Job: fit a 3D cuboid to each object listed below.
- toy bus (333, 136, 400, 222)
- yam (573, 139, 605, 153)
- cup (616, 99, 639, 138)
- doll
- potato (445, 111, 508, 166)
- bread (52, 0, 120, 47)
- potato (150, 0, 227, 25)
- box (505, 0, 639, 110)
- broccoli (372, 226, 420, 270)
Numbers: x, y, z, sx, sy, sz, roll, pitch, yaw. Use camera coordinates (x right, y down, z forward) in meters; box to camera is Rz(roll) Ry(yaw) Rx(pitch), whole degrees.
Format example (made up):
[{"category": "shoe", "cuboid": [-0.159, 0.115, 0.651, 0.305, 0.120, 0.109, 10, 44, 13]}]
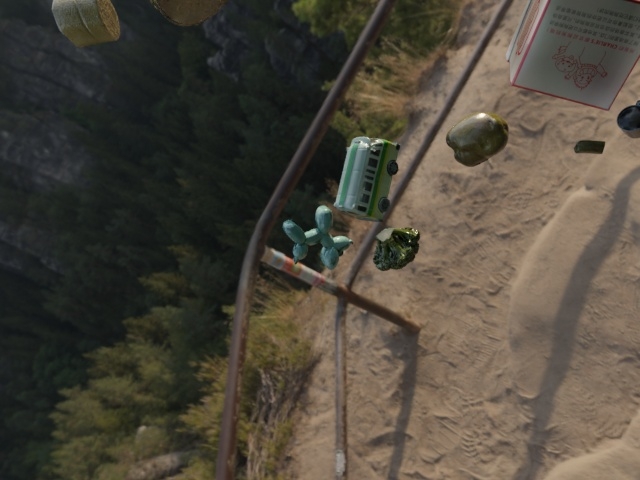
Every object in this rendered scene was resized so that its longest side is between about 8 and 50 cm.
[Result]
[{"category": "toy bus", "cuboid": [0.154, -0.211, 1.697, 0.134, 0.165, 0.275, 10, 88, 53]}, {"category": "yam", "cuboid": [0.834, -0.288, 1.559, 0.043, 0.094, 0.043, 4, -90, -89]}, {"category": "cup", "cuboid": [0.895, -0.344, 1.431, 0.078, 0.077, 0.100, 22, 94, 43]}, {"category": "doll", "cuboid": [0.000, 0.000, 1.225, 0.160, 0.158, 0.059, -19, 25, -13]}, {"category": "potato", "cuboid": [0.513, -0.335, 1.657, 0.200, 0.154, 0.137, -25, 30, 45]}, {"category": "bread", "cuboid": [-0.680, -0.646, 1.474, 0.142, 0.148, 0.133, -7, 61, 5]}, {"category": "potato", "cuboid": [-0.334, -0.749, 1.150, 0.296, 0.290, 0.397, 41, 134, 21]}, {"category": "box", "cuboid": [0.757, -0.608, 1.489, 0.300, 0.315, 0.312, -67, -8, -49]}, {"category": "broccoli", "cuboid": [0.232, 0.019, 1.530, 0.162, 0.138, 0.145, -19, 46, 29]}]
